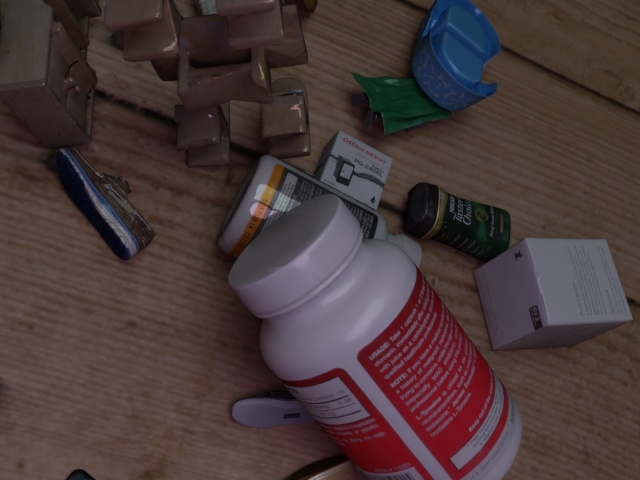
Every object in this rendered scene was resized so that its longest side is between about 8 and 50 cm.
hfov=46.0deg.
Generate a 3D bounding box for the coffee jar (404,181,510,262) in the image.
[{"bbox_3d":[0.234,-0.032,1.306,0.184,0.079,0.096,17,60,-16],"label":"coffee jar"}]

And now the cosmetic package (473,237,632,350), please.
[{"bbox_3d":[0.389,0.092,1.275,0.184,0.151,0.151,1,65,-25],"label":"cosmetic package"}]

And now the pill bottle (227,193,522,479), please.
[{"bbox_3d":[0.070,0.149,0.985,0.407,0.229,0.229,53,54,-20],"label":"pill bottle"}]

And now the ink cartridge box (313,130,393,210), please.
[{"bbox_3d":[0.045,-0.094,1.256,0.109,0.063,0.150,27,58,-11],"label":"ink cartridge box"}]

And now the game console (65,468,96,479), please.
[{"bbox_3d":[-0.276,0.346,0.895,0.122,0.107,0.071,40,85,-2],"label":"game console"}]

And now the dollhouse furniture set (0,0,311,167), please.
[{"bbox_3d":[-0.222,-0.297,1.068,0.394,0.362,0.256,-6,68,5],"label":"dollhouse furniture set"}]

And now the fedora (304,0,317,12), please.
[{"bbox_3d":[-0.060,-0.505,1.374,0.079,0.194,0.194,-11,67,10],"label":"fedora"}]

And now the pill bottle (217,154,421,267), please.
[{"bbox_3d":[0.000,0.000,1.130,0.279,0.162,0.162,27,58,-11],"label":"pill bottle"}]

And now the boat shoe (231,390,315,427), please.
[{"bbox_3d":[-0.059,0.234,1.067,0.142,0.049,0.040,5,31,-21],"label":"boat shoe"}]

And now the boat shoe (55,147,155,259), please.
[{"bbox_3d":[-0.308,-0.060,1.081,0.066,0.066,0.183,-37,95,-38],"label":"boat shoe"}]

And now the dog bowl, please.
[{"bbox_3d":[0.256,-0.360,1.441,0.166,0.074,0.297,34,44,-17],"label":"dog bowl"}]

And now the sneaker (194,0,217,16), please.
[{"bbox_3d":[-0.175,-0.400,1.298,0.095,0.090,0.235,8,59,-8],"label":"sneaker"}]

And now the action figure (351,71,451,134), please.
[{"bbox_3d":[0.168,-0.250,1.389,0.232,0.063,0.137,-10,70,-36],"label":"action figure"}]

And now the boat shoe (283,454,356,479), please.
[{"bbox_3d":[-0.018,0.347,1.024,0.170,0.063,0.059,-19,90,-32],"label":"boat shoe"}]
